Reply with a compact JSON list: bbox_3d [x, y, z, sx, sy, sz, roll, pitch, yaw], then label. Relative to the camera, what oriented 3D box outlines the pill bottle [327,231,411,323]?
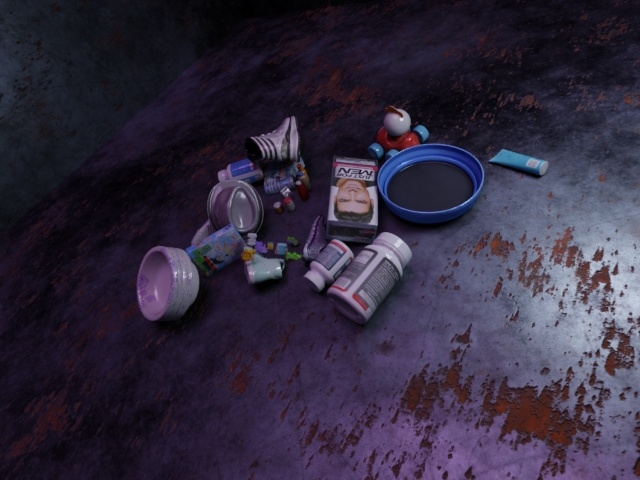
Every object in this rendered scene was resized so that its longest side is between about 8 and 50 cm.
[{"bbox_3d":[0.167,0.119,1.397,0.161,0.161,0.283,26,64,39],"label":"pill bottle"}]

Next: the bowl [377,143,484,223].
[{"bbox_3d":[0.416,-0.220,1.626,0.390,0.077,0.392,-7,48,8],"label":"bowl"}]

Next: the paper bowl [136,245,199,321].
[{"bbox_3d":[-0.584,0.170,1.653,0.284,0.148,0.285,-7,79,39],"label":"paper bowl"}]

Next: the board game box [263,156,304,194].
[{"bbox_3d":[-0.173,-0.321,2.028,0.193,0.060,0.194,-15,45,12],"label":"board game box"}]

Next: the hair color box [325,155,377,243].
[{"bbox_3d":[0.127,-0.169,1.673,0.185,0.114,0.375,6,50,1],"label":"hair color box"}]

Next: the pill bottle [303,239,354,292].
[{"bbox_3d":[0.026,0.093,1.523,0.107,0.108,0.180,27,64,39],"label":"pill bottle"}]

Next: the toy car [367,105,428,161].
[{"bbox_3d":[0.318,-0.487,1.828,0.219,0.238,0.210,-42,46,-16],"label":"toy car"}]

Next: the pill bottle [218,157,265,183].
[{"bbox_3d":[-0.384,-0.331,2.087,0.221,0.124,0.124,-15,45,10],"label":"pill bottle"}]

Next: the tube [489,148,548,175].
[{"bbox_3d":[0.746,-0.298,1.599,0.080,0.052,0.207,-36,40,-16],"label":"tube"}]

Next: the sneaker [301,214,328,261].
[{"bbox_3d":[0.000,0.000,1.661,0.098,0.083,0.224,17,56,6],"label":"sneaker"}]

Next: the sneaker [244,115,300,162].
[{"bbox_3d":[-0.235,-0.498,2.043,0.257,0.169,0.448,-1,28,-6],"label":"sneaker"}]

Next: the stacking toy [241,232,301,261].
[{"bbox_3d":[-0.188,0.033,1.639,0.220,0.052,0.167,5,23,-7],"label":"stacking toy"}]

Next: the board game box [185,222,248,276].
[{"bbox_3d":[-0.414,0.041,1.734,0.211,0.160,0.039,-31,45,-4],"label":"board game box"}]

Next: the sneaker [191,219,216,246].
[{"bbox_3d":[-0.441,-0.080,1.901,0.366,0.135,0.150,-45,29,-22],"label":"sneaker"}]

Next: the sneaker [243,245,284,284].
[{"bbox_3d":[-0.222,0.092,1.668,0.150,0.094,0.256,-6,26,-15],"label":"sneaker"}]

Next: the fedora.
[{"bbox_3d":[-0.344,-0.134,1.787,0.124,0.243,0.276,168,103,-64],"label":"fedora"}]

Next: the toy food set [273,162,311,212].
[{"bbox_3d":[-0.122,-0.228,1.887,0.111,0.105,0.232,26,64,39],"label":"toy food set"}]
